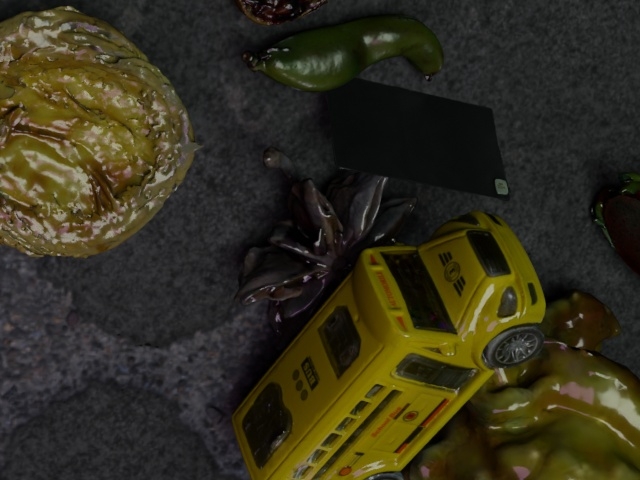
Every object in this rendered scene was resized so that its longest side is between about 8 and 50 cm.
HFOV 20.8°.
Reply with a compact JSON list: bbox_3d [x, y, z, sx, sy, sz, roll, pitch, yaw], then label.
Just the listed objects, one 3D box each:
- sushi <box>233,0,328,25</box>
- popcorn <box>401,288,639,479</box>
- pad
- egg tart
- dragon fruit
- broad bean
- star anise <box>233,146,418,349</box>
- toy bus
[{"bbox_3d":[-0.044,-0.224,1.608,0.099,0.047,0.050,-1,111,-20],"label":"sushi"},{"bbox_3d":[0.237,0.239,1.766,0.290,0.326,0.321,-28,74,-6],"label":"popcorn"},{"bbox_3d":[0.093,-0.100,1.680,0.193,0.116,0.004,10,143,-24],"label":"pad"},{"bbox_3d":[-0.234,-0.101,1.550,0.252,0.098,0.232,10,110,-20],"label":"egg tart"},{"bbox_3d":[0.361,-0.009,1.816,0.175,0.138,0.142,-13,137,-39],"label":"dragon fruit"},{"bbox_3d":[0.022,-0.177,1.649,0.213,0.048,0.070,-5,108,-23],"label":"broad bean"},{"bbox_3d":[0.000,-0.001,1.677,0.209,0.089,0.231,-19,120,-28],"label":"star anise"},{"bbox_3d":[0.060,0.113,1.640,0.152,0.144,0.330,15,127,-36],"label":"toy bus"}]
